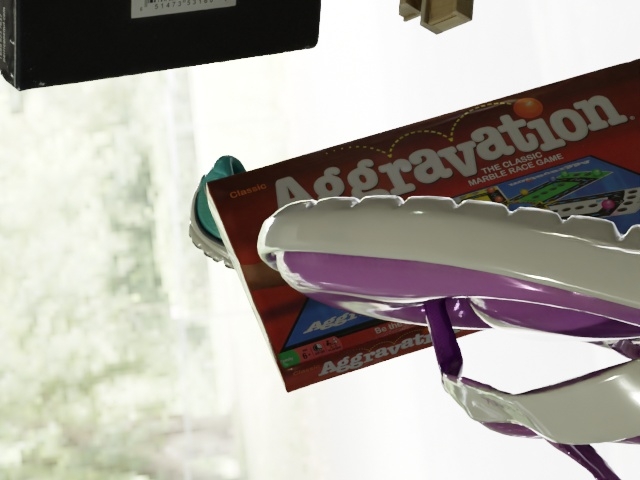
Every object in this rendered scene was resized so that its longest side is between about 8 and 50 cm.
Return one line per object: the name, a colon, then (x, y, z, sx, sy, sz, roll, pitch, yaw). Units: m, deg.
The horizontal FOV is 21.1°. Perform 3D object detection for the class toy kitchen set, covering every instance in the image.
toy kitchen set: (0.056, -0.186, 1.140, 0.068, 0.075, 0.083, -18, 58, 46)

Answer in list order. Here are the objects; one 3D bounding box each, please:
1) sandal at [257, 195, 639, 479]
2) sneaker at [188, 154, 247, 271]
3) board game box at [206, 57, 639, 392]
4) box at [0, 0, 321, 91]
sandal: (0.138, 0.058, 0.673, 0.169, 0.416, 0.102, 28, -104, -54)
sneaker: (0.000, 0.000, 1.707, 0.107, 0.275, 0.110, -59, -12, -64)
board game box: (0.089, -0.015, 0.987, 0.027, 0.281, 0.145, 85, 164, -49)
box: (-0.196, -0.279, 1.519, 0.294, 0.296, 0.182, 35, 129, 48)
